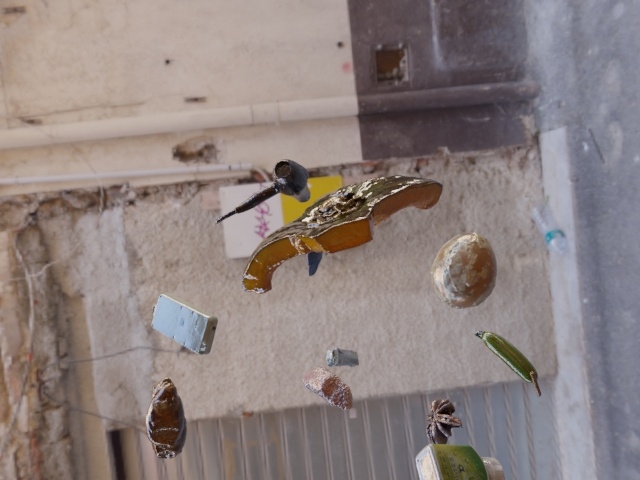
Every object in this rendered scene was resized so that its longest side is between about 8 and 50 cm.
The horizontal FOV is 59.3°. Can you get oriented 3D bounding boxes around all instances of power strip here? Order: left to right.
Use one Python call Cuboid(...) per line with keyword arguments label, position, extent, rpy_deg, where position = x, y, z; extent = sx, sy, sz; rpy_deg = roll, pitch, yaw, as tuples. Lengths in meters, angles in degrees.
Cuboid(label="power strip", position=(-0.410, 0.249, 1.694), extent=(0.046, 0.270, 0.118), rpy_deg=(13, -86, -53))

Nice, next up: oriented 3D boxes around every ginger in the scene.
Cuboid(label="ginger", position=(-0.633, 0.729, 2.342), extent=(0.358, 0.152, 0.274), rpy_deg=(98, 173, -47))

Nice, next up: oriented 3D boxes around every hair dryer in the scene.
Cuboid(label="hair dryer", position=(-0.196, -0.139, 1.917), extent=(0.120, 0.359, 0.304), rpy_deg=(63, -178, 13))

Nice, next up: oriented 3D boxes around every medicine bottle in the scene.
Cuboid(label="medicine bottle", position=(0.338, 0.565, 1.349), extent=(0.132, 0.188, 0.088), rpy_deg=(-103, 30, -45))

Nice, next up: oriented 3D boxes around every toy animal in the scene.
Cuboid(label="toy animal", position=(0.000, 0.000, 1.922), extent=(0.239, 0.176, 0.255), rpy_deg=(-59, -40, -9))

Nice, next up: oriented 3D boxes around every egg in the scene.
Cuboid(label="egg", position=(0.450, 0.094, 1.750), extent=(0.203, 0.203, 0.245), rpy_deg=(-104, 29, -76))

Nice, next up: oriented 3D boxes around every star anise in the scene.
Cuboid(label="star anise", position=(0.494, 0.737, 2.278), extent=(0.236, 0.092, 0.229), rpy_deg=(130, 159, -59))

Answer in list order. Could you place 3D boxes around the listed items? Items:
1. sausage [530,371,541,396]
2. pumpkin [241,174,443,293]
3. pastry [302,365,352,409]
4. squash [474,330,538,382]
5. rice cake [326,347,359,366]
Cuboid(label="sausage", position=(0.711, 0.474, 1.858), extent=(0.015, 0.015, 0.100), rpy_deg=(-104, -8, -76))
Cuboid(label="pumpkin", position=(0.025, -0.023, 0.944), extent=(0.258, 0.290, 0.095), rpy_deg=(-8, 114, 52))
Cuboid(label="pastry", position=(0.016, 0.515, 2.008), extent=(0.265, 0.112, 0.103), rpy_deg=(8, 70, 61))
Cuboid(label="squash", position=(0.645, 0.388, 1.933), extent=(0.252, 0.066, 0.066), rpy_deg=(44, 157, 27))
Cuboid(label="rice cake", position=(0.059, 0.291, 1.393), extent=(0.211, 0.034, 0.043), rpy_deg=(35, -132, -69))
